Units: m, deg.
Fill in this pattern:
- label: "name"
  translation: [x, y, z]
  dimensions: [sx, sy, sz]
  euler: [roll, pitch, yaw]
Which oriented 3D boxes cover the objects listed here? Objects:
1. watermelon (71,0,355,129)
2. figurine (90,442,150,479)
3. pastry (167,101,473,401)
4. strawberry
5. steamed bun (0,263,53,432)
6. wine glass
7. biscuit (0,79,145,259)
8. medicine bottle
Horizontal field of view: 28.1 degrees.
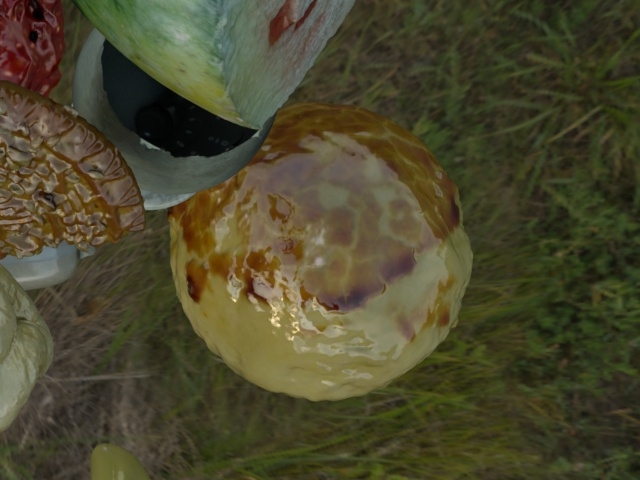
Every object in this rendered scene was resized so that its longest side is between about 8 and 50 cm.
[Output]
- label: "watermelon"
  translation: [-0.049, -0.192, 0.514]
  dimensions: [0.201, 0.213, 0.261]
  euler: [-33, 68, -15]
- label: "figurine"
  translation: [-0.312, 0.394, 1.575]
  dimensions: [0.222, 0.124, 0.324]
  euler: [2, 50, 13]
- label: "pastry"
  translation: [0.000, 0.000, 1.586]
  dimensions: [0.389, 0.312, 0.388]
  euler: [3, 58, -5]
- label: "strawberry"
  translation: [-0.241, -0.190, 0.953]
  dimensions: [0.174, 0.098, 0.228]
  euler: [24, 83, -45]
- label: "steamed bun"
  translation: [-0.335, 0.113, 1.209]
  dimensions: [0.141, 0.155, 0.172]
  euler: [-29, 124, -1]
- label: "wine glass"
  translation: [-0.098, -0.086, 0.811]
  dimensions: [0.126, 0.241, 0.126]
  euler: [1, 87, -13]
- label: "biscuit"
  translation: [-0.197, -0.034, 0.649]
  dimensions: [0.206, 0.126, 0.025]
  euler: [-3, 48, 0]
- label: "medicine bottle"
  translation: [-0.430, -0.003, 1.642]
  dimensions: [0.282, 0.375, 0.123]
  euler: [-5, 95, -8]
